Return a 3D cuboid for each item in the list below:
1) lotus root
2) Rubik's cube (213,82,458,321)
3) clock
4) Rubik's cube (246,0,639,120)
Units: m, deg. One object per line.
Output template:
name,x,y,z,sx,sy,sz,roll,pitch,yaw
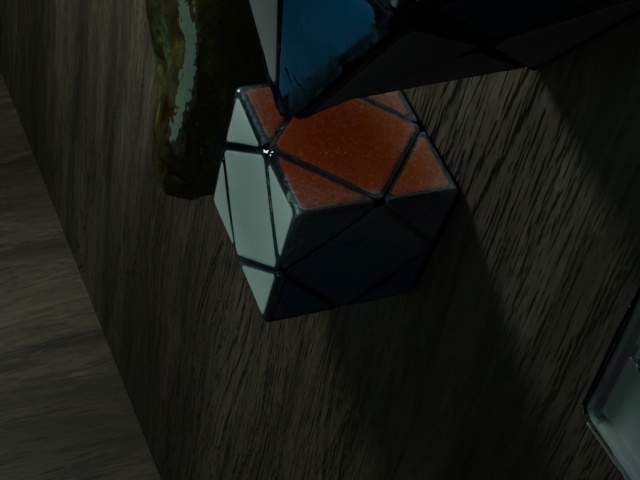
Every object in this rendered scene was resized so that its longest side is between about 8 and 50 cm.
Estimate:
lotus root,-0.116,-0.239,1.623,0.250,0.250,0.346,-150,53,-61
Rubik's cube,0.009,-0.054,1.468,0.207,0.205,0.205,62,151,32
clock,0.306,0.130,1.032,0.192,0.071,0.147,102,148,-42
Rubik's cube,0.099,-0.297,1.033,0.310,0.305,0.307,-24,78,66
